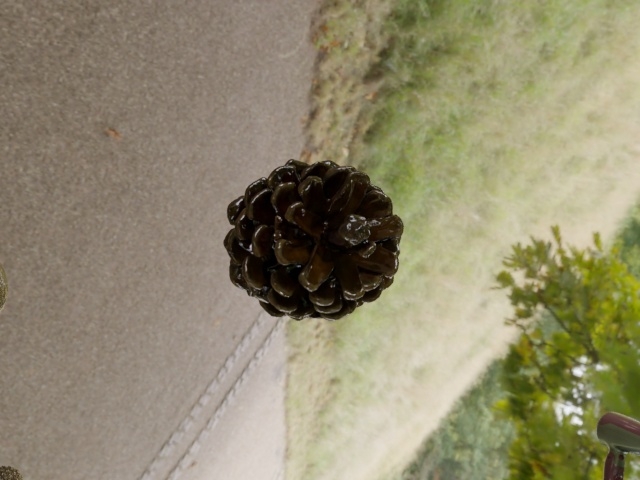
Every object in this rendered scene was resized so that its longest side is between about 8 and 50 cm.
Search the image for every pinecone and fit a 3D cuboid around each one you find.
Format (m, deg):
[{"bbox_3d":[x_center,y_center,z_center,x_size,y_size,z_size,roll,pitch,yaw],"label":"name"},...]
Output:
[{"bbox_3d":[0.001,0.002,0.748,0.186,0.212,0.168,-37,115,-24],"label":"pinecone"}]

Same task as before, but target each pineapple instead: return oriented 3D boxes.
[{"bbox_3d":[-0.637,0.470,1.314,0.159,0.074,0.074,13,95,-68],"label":"pineapple"}]

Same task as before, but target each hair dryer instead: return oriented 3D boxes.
[{"bbox_3d":[0.436,0.334,1.015,0.106,0.054,0.154,-175,-79,-80],"label":"hair dryer"}]

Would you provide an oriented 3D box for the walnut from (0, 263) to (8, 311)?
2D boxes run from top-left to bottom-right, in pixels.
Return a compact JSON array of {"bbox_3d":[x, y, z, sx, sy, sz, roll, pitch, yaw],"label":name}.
[{"bbox_3d":[-0.854,0.109,1.658,0.228,0.228,0.227,-51,151,-43],"label":"walnut"}]
